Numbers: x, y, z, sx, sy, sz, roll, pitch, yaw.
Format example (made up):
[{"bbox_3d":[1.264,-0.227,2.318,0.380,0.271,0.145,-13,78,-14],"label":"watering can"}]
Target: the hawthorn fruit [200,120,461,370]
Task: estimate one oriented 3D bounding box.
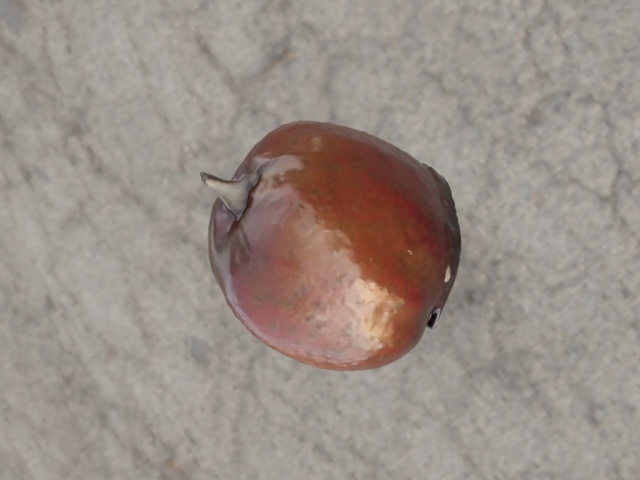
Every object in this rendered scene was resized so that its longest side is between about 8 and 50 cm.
[{"bbox_3d":[0.000,0.000,1.202,0.249,0.215,0.215,31,162,-32],"label":"hawthorn fruit"}]
